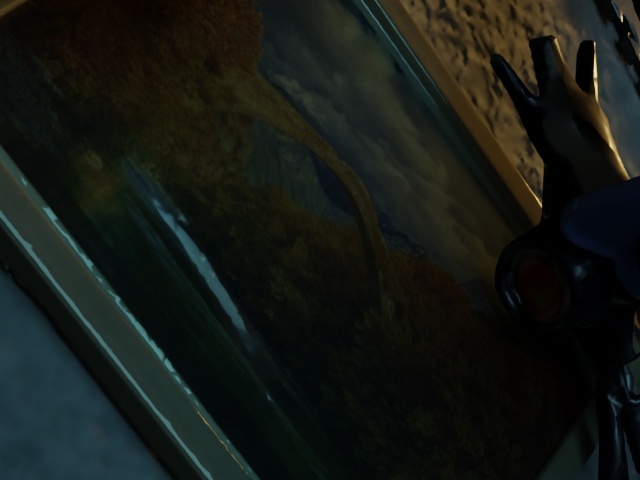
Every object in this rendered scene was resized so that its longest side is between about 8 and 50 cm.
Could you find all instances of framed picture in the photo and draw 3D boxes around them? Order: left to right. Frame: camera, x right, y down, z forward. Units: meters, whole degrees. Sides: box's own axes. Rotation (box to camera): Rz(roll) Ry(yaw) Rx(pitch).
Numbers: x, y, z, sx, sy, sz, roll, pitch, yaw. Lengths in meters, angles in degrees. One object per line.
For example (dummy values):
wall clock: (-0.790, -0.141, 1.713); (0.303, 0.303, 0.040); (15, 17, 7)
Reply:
framed picture: (0.000, 0.000, 0.403); (0.184, 0.016, 0.250); (-43, 103, -39)

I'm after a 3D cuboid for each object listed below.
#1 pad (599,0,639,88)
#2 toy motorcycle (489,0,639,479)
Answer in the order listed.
pad: (0.191, -0.187, 0.618); (0.270, 0.012, 0.269); (-26, 92, -41)
toy motorcycle: (0.140, -0.084, 0.405); (0.125, 0.213, 0.358); (15, 61, -30)
